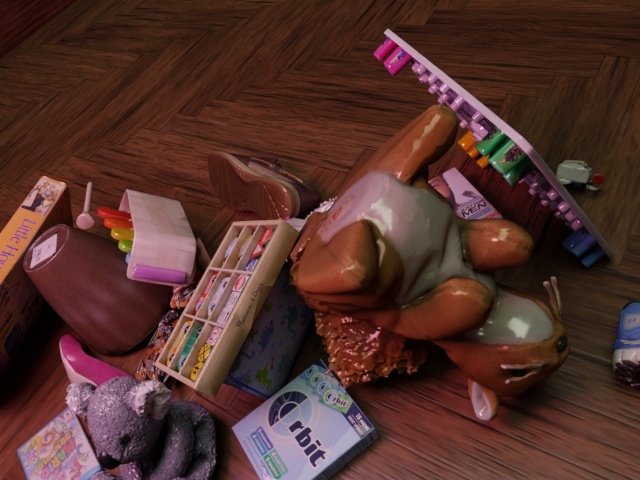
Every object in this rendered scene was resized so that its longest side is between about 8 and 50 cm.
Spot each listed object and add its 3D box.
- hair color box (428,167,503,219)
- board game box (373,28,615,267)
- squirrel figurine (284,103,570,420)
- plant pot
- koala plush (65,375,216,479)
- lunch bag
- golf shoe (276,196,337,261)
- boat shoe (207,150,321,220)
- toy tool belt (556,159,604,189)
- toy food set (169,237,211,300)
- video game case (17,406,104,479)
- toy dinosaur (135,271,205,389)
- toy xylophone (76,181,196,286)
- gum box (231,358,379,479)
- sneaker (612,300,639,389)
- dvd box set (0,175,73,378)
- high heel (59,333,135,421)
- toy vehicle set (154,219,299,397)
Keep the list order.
[{"bbox_3d":[0.267,-0.059,1.046,0.093,0.053,0.167,-28,46,-2],"label":"hair color box"},{"bbox_3d":[0.286,-0.151,0.909,0.050,0.390,0.390,-45,44,16],"label":"board game box"},{"bbox_3d":[0.147,0.083,0.793,0.397,0.370,0.281,-31,25,55],"label":"squirrel figurine"},{"bbox_3d":[-0.452,0.079,1.064,0.215,0.230,0.216,-18,47,20],"label":"plant pot"},{"bbox_3d":[-0.277,0.290,0.829,0.196,0.221,0.203,-7,37,25],"label":"koala plush"},{"bbox_3d":[-0.096,0.148,0.914,0.090,0.176,0.219,12,69,33],"label":"lunch bag"},{"bbox_3d":[0.000,0.000,1.080,0.306,0.115,0.140,-23,84,-16],"label":"golf shoe"},{"bbox_3d":[-0.135,-0.134,1.242,0.123,0.123,0.342,-19,30,-38],"label":"boat shoe"},{"bbox_3d":[0.488,-0.123,1.015,0.083,0.052,0.051,17,15,26],"label":"toy tool belt"},{"bbox_3d":[-0.311,0.088,1.163,0.192,0.038,0.132,-36,41,1],"label":"toy food set"},{"bbox_3d":[-0.471,0.396,0.973,0.119,0.015,0.166,-41,49,-15],"label":"video game case"},{"bbox_3d":[-0.228,0.135,1.019,0.218,0.164,0.322,-2,71,40],"label":"toy dinosaur"},{"bbox_3d":[-0.363,-0.027,1.085,0.323,0.236,0.081,-122,51,-63],"label":"toy xylophone"},{"bbox_3d":[-0.027,0.305,0.859,0.184,0.041,0.157,-35,48,-11],"label":"gum box"},{"bbox_3d":[0.574,0.125,0.719,0.329,0.130,0.147,1,55,22],"label":"sneaker"},{"bbox_3d":[-0.631,0.115,1.095,0.062,0.308,0.421,22,55,-8],"label":"dvd box set"},{"bbox_3d":[-0.433,0.245,1.058,0.117,0.082,0.244,-20,31,-27],"label":"high heel"},{"bbox_3d":[-0.145,0.090,0.822,0.166,0.035,0.267,-1,58,54],"label":"toy vehicle set"}]
